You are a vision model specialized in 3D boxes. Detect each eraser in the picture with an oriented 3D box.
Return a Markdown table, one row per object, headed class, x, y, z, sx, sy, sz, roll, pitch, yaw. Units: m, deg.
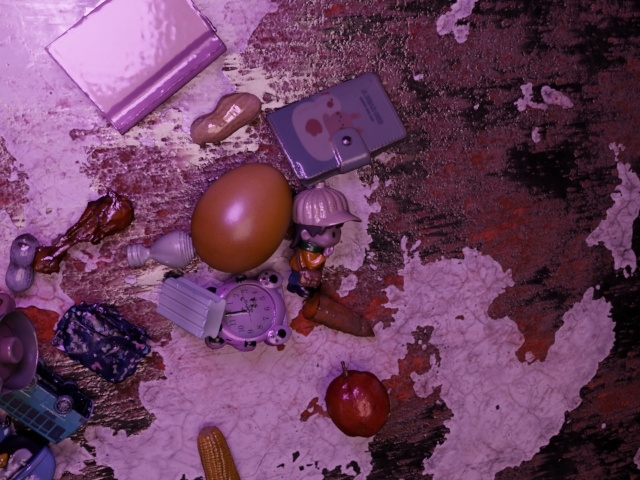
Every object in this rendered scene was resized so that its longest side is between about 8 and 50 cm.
| class | x | y | z | sx | sy | sz | roll | pitch | yaw |
| --- | --- | --- | --- | --- | --- | --- | --- | --- | --- |
| eraser | -0.459 | -0.484 | 1.514 | 0.359 | 0.122 | 0.272 | -41 | 109 | -4 |

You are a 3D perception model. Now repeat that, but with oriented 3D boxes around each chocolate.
| class | x | y | z | sx | sy | sz | roll | pitch | yaw |
| --- | --- | --- | --- | --- | --- | --- | --- | --- | --- |
| chocolate | -0.789 | 0.059 | 1.579 | 0.072 | 0.072 | 0.166 | 11 | 102 | -19 |

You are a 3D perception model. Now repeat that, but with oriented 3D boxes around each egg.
| class | x | y | z | sx | sy | sz | roll | pitch | yaw |
| --- | --- | --- | --- | --- | --- | --- | --- | --- | --- |
| egg | -0.210 | -0.064 | 1.623 | 0.250 | 0.250 | 0.322 | 33 | 85 | -21 |

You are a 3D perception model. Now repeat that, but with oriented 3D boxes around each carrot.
| class | x | y | z | sx | sy | sz | roll | pitch | yaw |
| --- | --- | --- | --- | --- | --- | --- | --- | --- | --- |
| carrot | 0.070 | 0.249 | 1.869 | 0.263 | 0.102 | 0.101 | 27 | 95 | -24 |

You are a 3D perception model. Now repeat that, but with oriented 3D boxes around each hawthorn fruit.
| class | x | y | z | sx | sy | sz | roll | pitch | yaw |
| --- | --- | --- | --- | --- | --- | --- | --- | --- | --- |
| hawthorn fruit | 0.109 | 0.498 | 1.894 | 0.205 | 0.205 | 0.253 | -30 | 103 | -7 |

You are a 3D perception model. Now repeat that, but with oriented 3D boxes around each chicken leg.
| class | x | y | z | sx | sy | sz | roll | pitch | yaw |
| --- | --- | --- | --- | --- | --- | --- | --- | --- | --- |
| chicken leg | -0.636 | -0.020 | 1.586 | 0.304 | 0.093 | 0.113 | -37 | 101 | -10 |

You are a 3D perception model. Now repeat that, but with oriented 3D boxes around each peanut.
| class | x | y | z | sx | sy | sz | roll | pitch | yaw |
| --- | --- | --- | --- | --- | --- | --- | --- | --- | --- |
| peanut | -0.259 | -0.333 | 1.624 | 0.214 | 0.090 | 0.098 | -37 | 123 | -6 |

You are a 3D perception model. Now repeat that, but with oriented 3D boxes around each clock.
| class | x | y | z | sx | sy | sz | roll | pitch | yaw |
| --- | --- | --- | --- | --- | --- | --- | --- | --- | --- |
| clock | -0.221 | 0.210 | 1.741 | 0.248 | 0.090 | 0.227 | -7 | 79 | -17 |

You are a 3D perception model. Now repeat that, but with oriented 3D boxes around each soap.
| class | x | y | z | sx | sy | sz | roll | pitch | yaw |
| --- | --- | --- | --- | --- | --- | --- | --- | --- | --- |
| soap | -0.364 | 0.185 | 1.669 | 0.067 | 0.198 | 0.118 | 6 | 103 | -55 |

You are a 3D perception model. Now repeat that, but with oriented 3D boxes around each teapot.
| class | x | y | z | sx | sy | sz | roll | pitch | yaw |
| --- | --- | --- | --- | --- | --- | --- | --- | --- | --- |
| teapot | -0.912 | 0.273 | 1.487 | 0.344 | 0.300 | 0.253 | -6 | 142 | 2 |

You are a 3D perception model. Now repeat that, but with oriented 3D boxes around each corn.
| class | x | y | z | sx | sy | sz | roll | pitch | yaw |
| --- | --- | --- | --- | --- | --- | --- | --- | --- | --- |
| corn | -0.316 | 0.724 | 1.875 | 0.106 | 0.106 | 0.305 | -17 | 103 | -12 |

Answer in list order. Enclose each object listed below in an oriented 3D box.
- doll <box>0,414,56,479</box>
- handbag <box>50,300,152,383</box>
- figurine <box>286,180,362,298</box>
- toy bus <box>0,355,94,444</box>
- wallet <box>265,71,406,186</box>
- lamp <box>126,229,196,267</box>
| class | x | y | z | sx | sy | sz | roll | pitch | yaw |
| --- | --- | --- | --- | --- | --- | --- | --- | --- | --- |
| doll | -0.868 | 0.618 | 1.662 | 0.177 | 0.141 | 0.314 | -46 | 107 | -19 |
| handbag | -0.608 | 0.279 | 1.668 | 0.260 | 0.113 | 0.162 | 38 | 98 | -23 |
| figurine | -0.029 | -0.006 | 1.743 | 0.205 | 0.185 | 0.332 | 34 | 112 | 7 |
| toy bus | -0.773 | 0.440 | 1.652 | 0.147 | 0.128 | 0.256 | -45 | 109 | 0 |
| wallet | 0.054 | -0.314 | 1.695 | 0.361 | 0.083 | 0.252 | -24 | 81 | -9 |
| lamp | -0.441 | 0.033 | 1.663 | 0.193 | 0.106 | 0.106 | -10 | 106 | -6 |
